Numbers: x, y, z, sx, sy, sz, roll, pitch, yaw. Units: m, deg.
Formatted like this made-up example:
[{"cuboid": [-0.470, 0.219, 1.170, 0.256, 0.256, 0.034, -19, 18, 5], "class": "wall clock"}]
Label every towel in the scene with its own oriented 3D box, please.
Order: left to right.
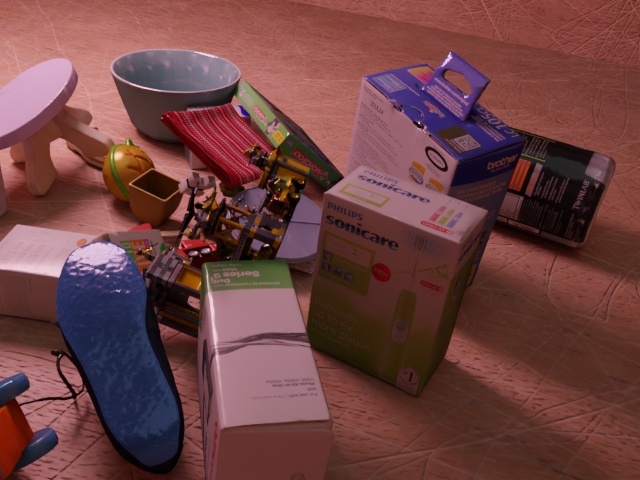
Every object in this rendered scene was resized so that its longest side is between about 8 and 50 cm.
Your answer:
[{"cuboid": [-0.185, -0.200, 1.376, 0.199, 0.031, 0.275, 46, 24, 4], "class": "towel"}]

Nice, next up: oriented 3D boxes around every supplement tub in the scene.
[{"cuboid": [0.436, -0.130, 1.464, 0.338, 0.207, 0.207, 22, 35, 20], "class": "supplement tub"}]

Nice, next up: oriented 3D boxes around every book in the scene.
[{"cuboid": [-0.299, 0.033, 1.107, 0.035, 0.096, 0.144, -25, -5, 20], "class": "book"}]

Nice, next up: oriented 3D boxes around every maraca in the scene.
[{"cuboid": [-0.387, -0.144, 1.390, 0.099, 0.127, 0.185, -19, 24, 8], "class": "maraca"}]

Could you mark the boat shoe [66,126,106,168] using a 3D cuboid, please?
[{"cuboid": [-0.509, -0.219, 1.514, 0.190, 0.072, 0.068, 27, 36, 26], "class": "boat shoe"}]

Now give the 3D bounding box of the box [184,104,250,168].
[{"cuboid": [-0.238, -0.239, 1.559, 0.137, 0.126, 0.072, -6, 33, -22], "class": "box"}]

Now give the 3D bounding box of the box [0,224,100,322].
[{"cuboid": [-0.428, 0.054, 1.082, 0.171, 0.091, 0.130, 9, 32, 1], "class": "box"}]

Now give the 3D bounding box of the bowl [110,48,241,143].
[{"cuboid": [-0.356, -0.348, 1.669, 0.312, 0.163, 0.311, 6, 31, -4], "class": "bowl"}]

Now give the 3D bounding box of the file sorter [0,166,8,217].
[{"cuboid": [-0.683, -0.136, 1.154, 0.173, 0.277, 0.192, 7, 32, 2], "class": "file sorter"}]

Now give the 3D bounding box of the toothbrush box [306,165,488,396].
[{"cuboid": [0.104, 0.061, 1.014, 0.206, 0.283, 0.122, 23, 35, 21], "class": "toothbrush box"}]

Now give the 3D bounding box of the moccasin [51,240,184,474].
[{"cuboid": [-0.271, 0.155, 0.892, 0.138, 0.116, 0.342, -14, 53, -14], "class": "moccasin"}]

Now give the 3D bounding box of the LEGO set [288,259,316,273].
[{"cuboid": [0.000, 0.000, 1.300, 0.244, 0.060, 0.182, 16, 31, 10], "class": "LEGO set"}]

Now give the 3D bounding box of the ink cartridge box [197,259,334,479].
[{"cuboid": [-0.083, 0.189, 0.833, 0.122, 0.211, 0.289, 0, 33, -14], "class": "ink cartridge box"}]

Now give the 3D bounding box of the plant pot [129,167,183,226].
[{"cuboid": [-0.321, -0.076, 1.315, 0.081, 0.083, 0.081, 26, 36, 8], "class": "plant pot"}]

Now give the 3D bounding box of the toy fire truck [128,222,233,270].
[{"cuboid": [-0.239, 0.010, 1.237, 0.192, 0.047, 0.135, -12, 36, -30], "class": "toy fire truck"}]

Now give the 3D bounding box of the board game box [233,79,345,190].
[{"cuboid": [-0.069, -0.237, 1.554, 0.213, 0.046, 0.317, 35, 13, -38], "class": "board game box"}]

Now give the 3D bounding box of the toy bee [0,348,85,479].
[{"cuboid": [-0.386, 0.235, 0.777, 0.162, 0.298, 0.195, -25, 75, -2], "class": "toy bee"}]

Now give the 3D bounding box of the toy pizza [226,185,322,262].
[{"cuboid": [-0.079, -0.028, 1.265, 0.201, 0.032, 0.201, 11, 44, -11], "class": "toy pizza"}]

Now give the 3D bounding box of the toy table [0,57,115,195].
[{"cuboid": [-0.566, -0.230, 1.382, 0.252, 0.160, 0.274, 7, 50, 26], "class": "toy table"}]

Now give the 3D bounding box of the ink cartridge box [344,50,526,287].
[{"cuboid": [0.179, -0.119, 1.174, 0.151, 0.395, 0.270, -19, 50, -25], "class": "ink cartridge box"}]

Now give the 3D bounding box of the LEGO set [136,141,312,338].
[{"cuboid": [-0.163, -0.004, 1.034, 0.192, 0.331, 0.254, 23, 47, -4], "class": "LEGO set"}]

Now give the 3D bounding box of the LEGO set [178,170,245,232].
[{"cuboid": [-0.186, -0.058, 1.321, 0.227, 0.093, 0.087, 10, 57, -51], "class": "LEGO set"}]
